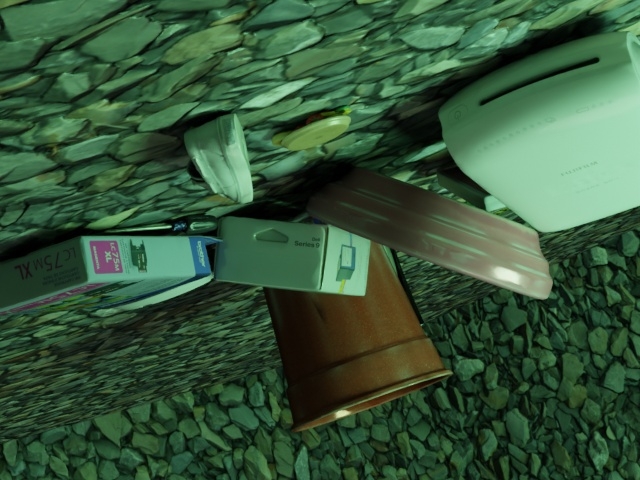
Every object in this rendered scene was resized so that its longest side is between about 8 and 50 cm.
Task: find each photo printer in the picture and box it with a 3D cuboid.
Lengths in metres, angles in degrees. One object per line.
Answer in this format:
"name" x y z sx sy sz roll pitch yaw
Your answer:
"photo printer" 0.300 -0.126 1.627 0.256 0.107 0.307 -20 152 25

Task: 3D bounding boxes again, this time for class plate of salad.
"plate of salad" -0.214 0.049 1.906 0.200 0.048 0.200 -19 -172 3

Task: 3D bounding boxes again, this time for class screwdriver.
"screwdriver" -0.193 -0.013 1.700 0.170 0.025 0.024 -12 168 -45

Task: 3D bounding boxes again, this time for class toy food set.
"toy food set" -0.006 -0.120 1.497 0.083 0.020 0.083 -14 168 -37

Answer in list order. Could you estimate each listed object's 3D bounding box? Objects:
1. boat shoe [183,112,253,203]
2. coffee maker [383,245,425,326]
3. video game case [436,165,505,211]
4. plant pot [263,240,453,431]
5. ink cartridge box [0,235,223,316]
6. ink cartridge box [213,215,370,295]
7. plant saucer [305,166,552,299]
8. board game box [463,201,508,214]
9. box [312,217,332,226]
"boat shoe" -0.105 -0.077 1.411 0.063 0.066 0.184 -9 171 -1
"coffee maker" 0.119 0.093 2.500 0.120 0.178 0.171 -24 170 28
"video game case" 0.330 -0.108 1.975 0.285 0.025 0.204 -16 -164 -10
"plant pot" 0.038 0.135 2.203 0.272 0.265 0.272 -19 170 -3
"ink cartridge box" -0.267 0.042 1.696 0.186 0.065 0.311 -16 175 26
"ink cartridge box" -0.035 0.022 1.880 0.154 0.093 0.212 5 176 17
"plant saucer" 0.148 -0.016 1.787 0.332 0.084 0.332 20 -177 -1
"board game box" 0.289 -0.057 2.466 0.260 0.030 0.136 -24 172 23
"box" 0.045 -0.039 2.051 0.081 0.028 0.136 -24 172 22
